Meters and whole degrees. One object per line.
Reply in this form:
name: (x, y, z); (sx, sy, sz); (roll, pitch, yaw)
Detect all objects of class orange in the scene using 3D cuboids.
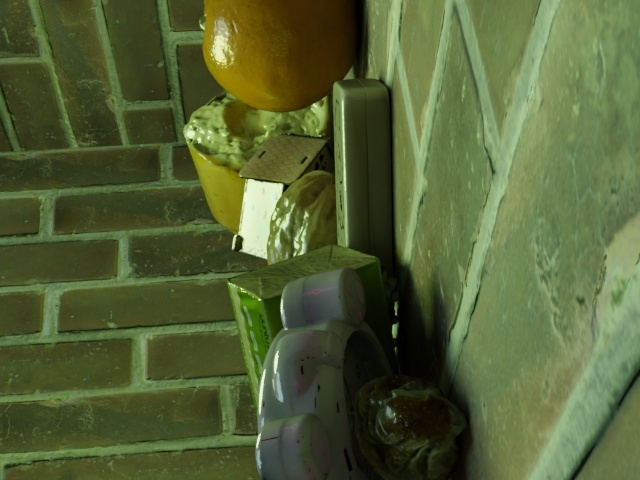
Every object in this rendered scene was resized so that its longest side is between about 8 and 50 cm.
orange: (-0.075, -0.388, 1.796); (0.312, 0.312, 0.312); (176, 90, -86)

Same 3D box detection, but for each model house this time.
model house: (-0.031, -0.092, 1.980); (0.326, 0.169, 0.244); (-9, -75, -62)

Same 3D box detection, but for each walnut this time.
walnut: (0.000, 0.000, 1.766); (0.198, 0.198, 0.245); (-115, 41, -78)

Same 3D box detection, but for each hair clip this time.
hair clip: (0.100, 0.129, 1.533); (0.062, 0.056, 0.214); (-67, -11, -48)

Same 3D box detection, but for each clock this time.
clock: (0.023, 0.228, 1.232); (0.322, 0.113, 0.296); (-76, -35, -52)

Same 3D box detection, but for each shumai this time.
shumai: (0.114, 0.210, 1.109); (0.116, 0.145, 0.146); (127, 144, -49)

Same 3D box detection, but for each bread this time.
bread: (-0.089, -0.164, 2.259); (0.250, 0.361, 0.394); (42, 156, 37)

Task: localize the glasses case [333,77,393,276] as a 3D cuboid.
glasses case: (0.067, -0.084, 1.573); (0.144, 0.076, 0.336); (-107, 14, -74)

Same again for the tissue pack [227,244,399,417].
tissue pack: (-0.003, 0.171, 1.472); (0.167, 0.200, 0.275); (17, 122, 62)
